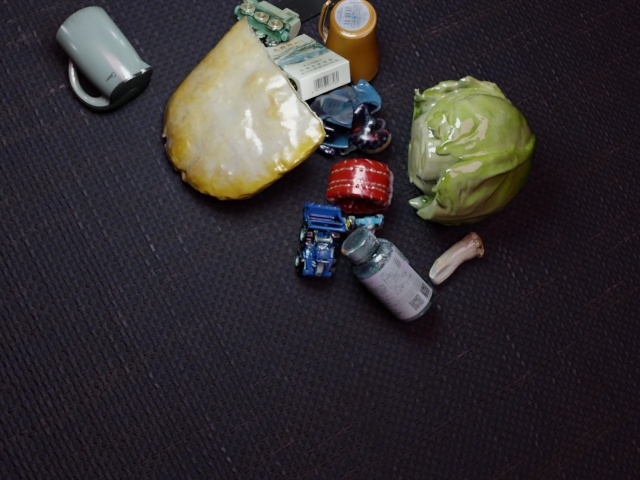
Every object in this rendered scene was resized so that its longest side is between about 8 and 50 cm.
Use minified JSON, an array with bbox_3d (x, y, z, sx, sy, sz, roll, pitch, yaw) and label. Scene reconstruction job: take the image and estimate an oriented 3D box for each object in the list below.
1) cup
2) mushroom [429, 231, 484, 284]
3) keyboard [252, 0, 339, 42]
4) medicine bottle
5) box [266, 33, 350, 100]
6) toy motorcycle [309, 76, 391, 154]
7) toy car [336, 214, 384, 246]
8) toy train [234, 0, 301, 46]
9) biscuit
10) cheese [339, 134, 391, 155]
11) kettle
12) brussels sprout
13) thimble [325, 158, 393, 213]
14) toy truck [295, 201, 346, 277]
[{"bbox_3d":[0.079,-0.609,1.734,0.182,0.264,0.226,-43,79,-9],"label":"cup"},{"bbox_3d":[0.413,0.059,1.771,0.209,0.071,0.084,-35,120,-14],"label":"mushroom"},{"bbox_3d":[-0.086,-0.732,1.836,0.309,0.018,0.101,-33,89,-17],"label":"keyboard"},{"bbox_3d":[0.186,0.093,1.626,0.293,0.141,0.141,45,72,-24],"label":"medicine bottle"},{"bbox_3d":[-0.050,-0.514,1.696,0.164,0.069,0.256,-26,45,-19],"label":"box"},{"bbox_3d":[0.011,-0.393,1.727,0.416,0.172,0.232,10,62,4],"label":"toy motorcycle"},{"bbox_3d":[0.125,-0.023,1.675,0.126,0.161,0.098,-5,91,-15],"label":"toy car"},{"bbox_3d":[-0.161,-0.667,1.744,0.194,0.081,0.125,33,54,11],"label":"toy train"},{"bbox_3d":[-0.229,-0.325,1.616,0.446,0.104,0.429,-44,79,7],"label":"biscuit"},{"bbox_3d":[0.134,-0.313,1.787,0.171,0.047,0.092,-6,83,-8],"label":"cheese"},{"bbox_3d":[-0.610,-0.484,1.609,0.221,0.161,0.236,-40,92,11],"label":"kettle"},{"bbox_3d":[0.445,-0.255,1.692,0.361,0.342,0.425,1,90,-6],"label":"brussels sprout"},{"bbox_3d":[0.107,-0.155,1.681,0.163,0.189,0.125,27,66,-54],"label":"thimble"},{"bbox_3d":[0.000,0.000,1.636,0.113,0.126,0.208,6,95,-13],"label":"toy truck"}]
